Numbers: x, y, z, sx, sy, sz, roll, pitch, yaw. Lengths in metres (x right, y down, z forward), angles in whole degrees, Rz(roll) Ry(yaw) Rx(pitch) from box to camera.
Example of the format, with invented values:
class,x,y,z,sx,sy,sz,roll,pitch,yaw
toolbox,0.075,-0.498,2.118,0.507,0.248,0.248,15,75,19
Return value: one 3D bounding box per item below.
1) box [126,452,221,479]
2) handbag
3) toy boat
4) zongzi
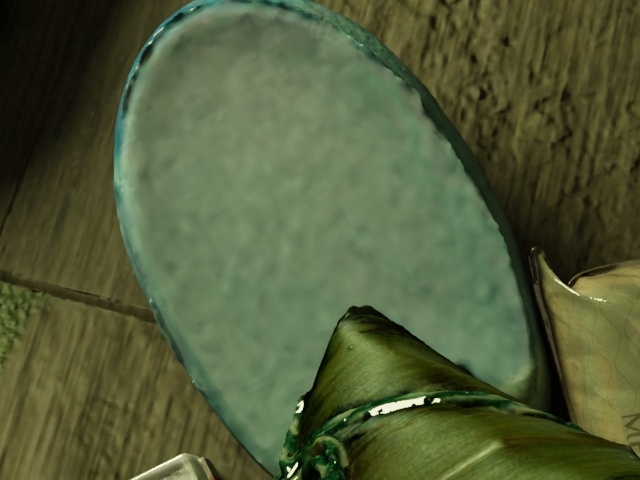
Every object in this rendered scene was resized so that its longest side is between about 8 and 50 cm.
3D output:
class,x,y,z,sx,sy,sz,roll,pitch,yaw
box,-0.128,0.229,0.675,0.199,0.081,0.135,-27,73,-3
handbag,0.225,0.119,0.642,0.182,0.117,0.270,-11,83,3
toy boat,0.000,0.000,0.720,0.215,0.123,0.330,-34,85,6
zongzi,0.103,0.253,0.556,0.362,0.319,0.383,17,98,-18
